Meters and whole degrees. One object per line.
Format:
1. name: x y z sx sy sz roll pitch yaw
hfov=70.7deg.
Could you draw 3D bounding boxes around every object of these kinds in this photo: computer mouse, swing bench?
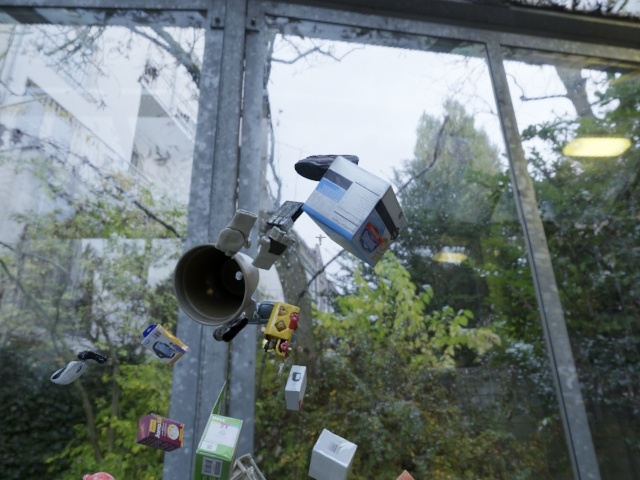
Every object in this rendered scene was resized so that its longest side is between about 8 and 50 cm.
1. computer mouse: -0.870 0.463 1.607 0.193 0.042 0.106 -37 -36 4
2. swing bench: -0.274 1.004 1.768 0.165 0.253 0.255 -35 -4 -6

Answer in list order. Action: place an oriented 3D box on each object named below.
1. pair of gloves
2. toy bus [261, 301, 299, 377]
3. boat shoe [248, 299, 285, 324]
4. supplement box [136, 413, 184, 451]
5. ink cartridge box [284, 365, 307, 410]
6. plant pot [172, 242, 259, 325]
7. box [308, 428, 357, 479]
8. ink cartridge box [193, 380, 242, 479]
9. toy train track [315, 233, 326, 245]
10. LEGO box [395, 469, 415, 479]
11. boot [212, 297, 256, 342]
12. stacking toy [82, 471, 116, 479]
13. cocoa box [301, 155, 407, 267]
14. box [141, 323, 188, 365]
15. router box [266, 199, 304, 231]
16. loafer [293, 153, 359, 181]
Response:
1. pair of gloves: -0.229 0.010 1.550 0.240 0.042 0.204 27 -56 -27
2. toy bus: -0.136 0.298 1.442 0.104 0.191 0.202 17 15 5
3. boat shoe: -0.330 0.358 2.170 0.319 0.116 0.099 -6 -1 2
4. supplement box: -0.694 0.839 1.964 0.080 0.104 0.188 -30 -47 20
5. ink cartridge box: -0.119 0.721 2.210 0.072 0.175 0.128 3 -64 8
6. plant pot: -0.388 0.163 1.858 0.323 0.323 0.280 -8 1 17
7. box: 0.041 0.762 1.561 0.130 0.091 0.171 21 -53 18
8. ink cartridge box: -0.280 0.572 1.308 0.097 0.255 0.189 13 -62 0
9. toy train track: 0.000 0.000 1.914 0.048 0.083 0.014 1 -58 0
10. LEGO box: 0.207 1.017 1.371 0.193 0.500 0.372 34 -17 51
11. boot: -0.332 0.336 1.888 0.083 0.246 0.161 51 -31 -13
12. stacking toy: -0.489 0.652 0.951 0.309 0.279 0.130 -12 -54 51
13. cocoa box: 0.130 -0.089 1.604 0.231 0.228 0.347 34 -5 26
14. box: -0.487 0.319 1.395 0.136 0.028 0.081 42 -72 -15
15. router box: -0.170 -0.127 2.266 0.133 0.179 0.046 11 -39 42
16. loafer: 0.028 -0.310 1.880 0.302 0.095 0.109 8 -40 37
